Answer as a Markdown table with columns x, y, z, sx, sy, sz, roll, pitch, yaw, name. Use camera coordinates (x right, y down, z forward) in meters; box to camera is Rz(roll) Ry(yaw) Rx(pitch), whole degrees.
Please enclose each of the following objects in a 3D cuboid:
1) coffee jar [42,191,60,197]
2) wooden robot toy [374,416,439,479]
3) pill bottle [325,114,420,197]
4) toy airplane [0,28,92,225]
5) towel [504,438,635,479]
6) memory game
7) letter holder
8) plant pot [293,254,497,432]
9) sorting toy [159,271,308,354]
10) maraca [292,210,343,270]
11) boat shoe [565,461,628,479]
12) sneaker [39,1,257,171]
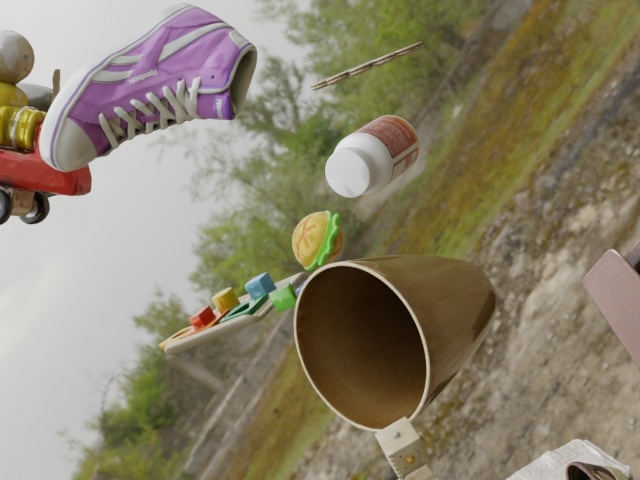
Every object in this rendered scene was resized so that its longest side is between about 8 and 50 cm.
| x | y | z | sx | sy | sz | roll | pitch | yaw | name |
| --- | --- | --- | --- | --- | --- | --- | --- | --- | --- |
| -0.536 | -0.112 | 1.645 | 0.184 | 0.079 | 0.096 | -26 | -50 | -28 | coffee jar |
| 0.064 | 0.216 | 0.695 | 0.079 | 0.076 | 0.173 | -27 | -43 | -6 | wooden robot toy |
| 0.098 | -0.158 | 1.698 | 0.121 | 0.121 | 0.216 | -55 | -11 | 34 | pill bottle |
| -0.562 | -0.224 | 1.419 | 0.272 | 0.384 | 0.386 | -59 | 36 | 8 | toy airplane |
| 0.522 | 0.539 | 1.935 | 0.282 | 0.049 | 0.187 | -27 | 23 | -16 | towel |
| 0.070 | -0.265 | 1.354 | 0.186 | 0.012 | 0.186 | -21 | 10 | 4 | memory game |
| 0.711 | 0.127 | 1.793 | 0.302 | 0.152 | 0.214 | 65 | 144 | 34 | letter holder |
| 0.132 | 0.113 | 1.264 | 0.254 | 0.237 | 0.237 | -20 | -26 | -44 | plant pot |
| -0.134 | 0.102 | 1.378 | 0.348 | 0.047 | 0.196 | -23 | 7 | 30 | sorting toy |
| 0.000 | 0.000 | 1.768 | 0.186 | 0.099 | 0.127 | 178 | 108 | -74 | maraca |
| 0.514 | 0.524 | 1.523 | 0.123 | 0.123 | 0.342 | -46 | 34 | 26 | boat shoe |
| -0.193 | -0.167 | 1.060 | 0.282 | 0.161 | 0.102 | -48 | -25 | -17 | sneaker |
